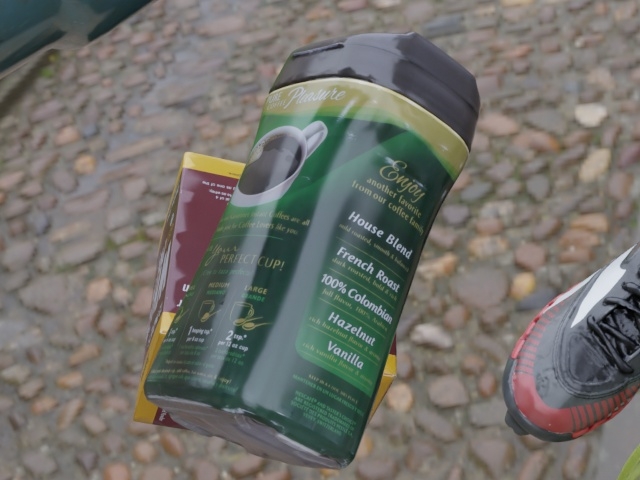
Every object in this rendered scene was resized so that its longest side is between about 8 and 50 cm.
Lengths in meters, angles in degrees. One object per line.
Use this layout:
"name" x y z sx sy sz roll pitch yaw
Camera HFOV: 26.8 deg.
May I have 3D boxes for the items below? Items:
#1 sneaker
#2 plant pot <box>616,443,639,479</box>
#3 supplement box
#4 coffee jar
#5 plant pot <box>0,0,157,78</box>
"sneaker" 0.249 0.046 1.004 0.276 0.135 0.097 -34 79 -20
"plant pot" 0.285 0.262 0.956 0.276 0.276 0.254 12 8 33
"supplement box" -0.044 0.055 1.133 0.191 0.129 0.194 11 48 -11
"coffee jar" 0.000 0.000 0.577 0.096 0.079 0.184 -1 62 55
"plant pot" -0.235 -0.128 0.404 0.334 0.341 0.341 -41 41 -14
